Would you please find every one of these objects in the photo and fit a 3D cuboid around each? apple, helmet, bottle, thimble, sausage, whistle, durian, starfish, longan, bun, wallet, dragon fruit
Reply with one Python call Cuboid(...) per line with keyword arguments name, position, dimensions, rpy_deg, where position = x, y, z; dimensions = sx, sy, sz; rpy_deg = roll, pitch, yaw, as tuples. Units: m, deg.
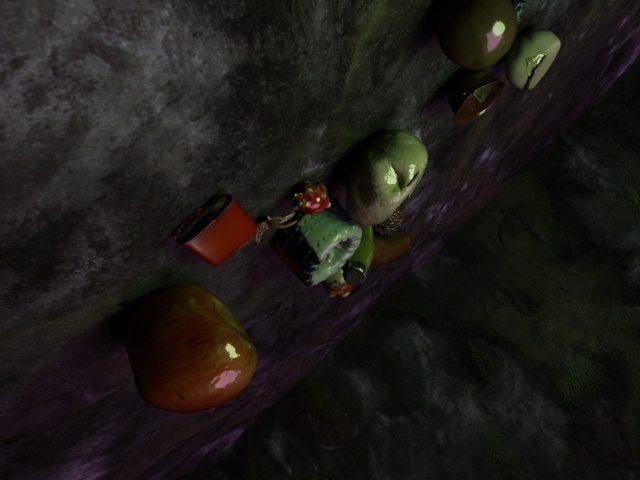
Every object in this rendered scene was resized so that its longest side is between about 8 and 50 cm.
Cuboid(name="apple", position=(-0.302, 0.251, 1.306), dimensions=(0.301, 0.301, 0.301), rpy_deg=(-38, 163, -14))
Cuboid(name="helmet", position=(0.394, -0.398, 1.578), dimensions=(0.175, 0.106, 0.155), rpy_deg=(-31, 161, -24))
Cuboid(name="bottle", position=(0.105, 0.033, 1.772), dimensions=(0.112, 0.112, 0.260), rpy_deg=(-53, -163, 30))
Cuboid(name="thimble", position=(0.000, 0.000, 1.597), dimensions=(0.237, 0.150, 0.237), rpy_deg=(-39, 162, -15))
Cuboid(name="sausage", position=(0.221, 0.028, 2.211), dimensions=(0.501, 0.123, 0.136), rpy_deg=(-7, 112, -63))
Cuboid(name="whistle", position=(0.062, 0.140, 2.120), dimensions=(0.131, 0.106, 0.288), rpy_deg=(-2, 155, 3))
Cuboid(name="durian", position=(0.238, -0.067, 2.061), dimensions=(0.188, 0.091, 0.148), rpy_deg=(-19, 152, -48))
Cuboid(name="starfish", position=(-0.135, -0.031, 1.410), dimensions=(0.133, 0.041, 0.130), rpy_deg=(-4, 149, -43))
Cuboid(name="longan", position=(0.327, -0.447, 1.232), dimensions=(0.189, 0.189, 0.189), rpy_deg=(-38, 163, -14))
Cuboid(name="bun", position=(0.160, -0.170, 1.514), dimensions=(0.273, 0.168, 0.273), rpy_deg=(-55, -177, 4))
Cuboid(name="wallet", position=(-0.215, -0.019, 1.249), dimensions=(0.142, 0.045, 0.204), rpy_deg=(-40, 163, -3))
Cuboid(name="dragon fruit", position=(-0.027, -0.101, 1.411), dimensions=(0.086, 0.081, 0.116), rpy_deg=(-38, 167, 22))
Cuboid(name="bun", position=(0.596, -0.527, 1.693), dimensions=(0.173, 0.120, 0.173), rpy_deg=(-44, 161, -19))

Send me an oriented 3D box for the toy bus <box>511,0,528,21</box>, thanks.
Cuboid(name="toy bus", position=(0.439, -0.529, 1.464), dimensions=(0.065, 0.047, 0.166), rpy_deg=(-12, 146, -52))
